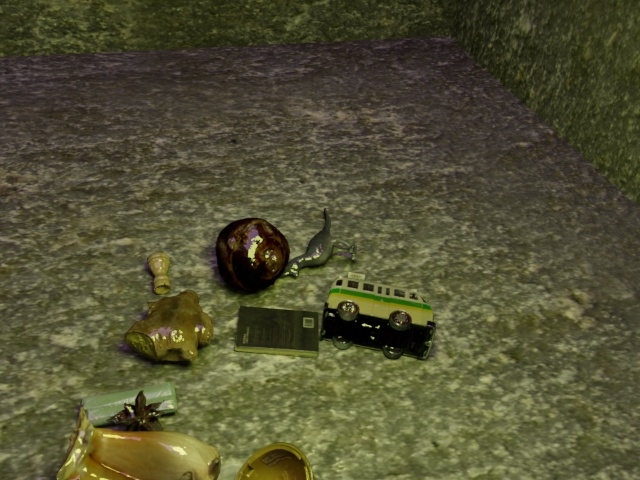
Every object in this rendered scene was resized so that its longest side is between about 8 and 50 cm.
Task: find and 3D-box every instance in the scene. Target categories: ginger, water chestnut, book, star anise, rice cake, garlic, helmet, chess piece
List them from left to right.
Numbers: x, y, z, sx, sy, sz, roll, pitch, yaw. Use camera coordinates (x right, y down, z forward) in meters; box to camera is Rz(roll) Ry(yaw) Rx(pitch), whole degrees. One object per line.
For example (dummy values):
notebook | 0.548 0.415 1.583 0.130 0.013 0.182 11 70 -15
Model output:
rice cake | -0.462 0.400 1.508 0.222 0.042 0.080 -6 47 -18
garlic | -0.382 0.498 1.286 0.313 0.249 0.286 22 22 -14
star anise | -0.411 0.416 1.457 0.124 0.129 0.056 -40 28 1
chess piece | -0.473 0.100 1.839 0.066 0.066 0.122 -6 49 -16
ginger | -0.378 0.213 1.673 0.219 0.123 0.270 16 41 13
water chestnut | -0.209 0.039 1.853 0.224 0.223 0.238 -19 5 -28
book | -0.119 0.251 1.747 0.229 0.024 0.160 5 40 -4
helmet | -0.078 0.568 1.305 0.205 0.140 0.256 -15 46 24

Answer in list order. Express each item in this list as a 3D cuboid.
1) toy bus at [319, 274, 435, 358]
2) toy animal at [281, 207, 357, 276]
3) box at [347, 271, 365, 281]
toy bus | 0.164 0.211 1.752 0.306 0.143 0.179 10 39 4
toy animal | 0.024 0.015 1.990 0.206 0.081 0.367 10 40 25
box | 0.107 0.136 1.918 0.054 0.024 0.083 9 41 3
